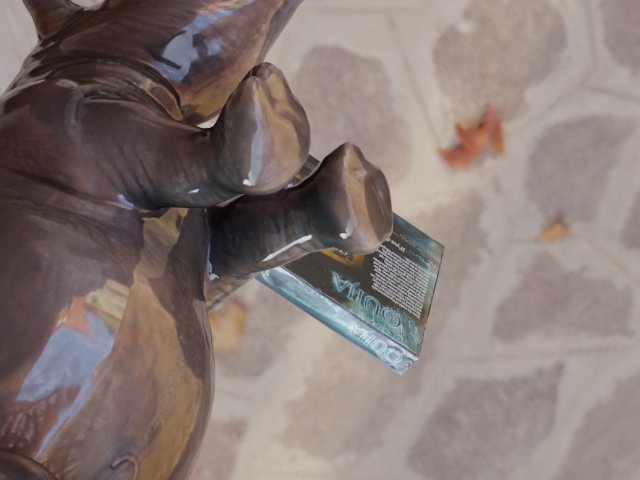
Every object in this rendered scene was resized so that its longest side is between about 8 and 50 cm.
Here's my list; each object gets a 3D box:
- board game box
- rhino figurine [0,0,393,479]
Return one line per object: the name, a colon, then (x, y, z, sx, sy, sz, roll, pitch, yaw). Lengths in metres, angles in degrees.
board game box: (0.000, 0.000, 1.215, 0.186, 0.126, 0.026, 34, 130, -13)
rhino figurine: (-0.045, -0.002, 0.376, 0.106, 0.243, 0.073, -16, 133, 22)
